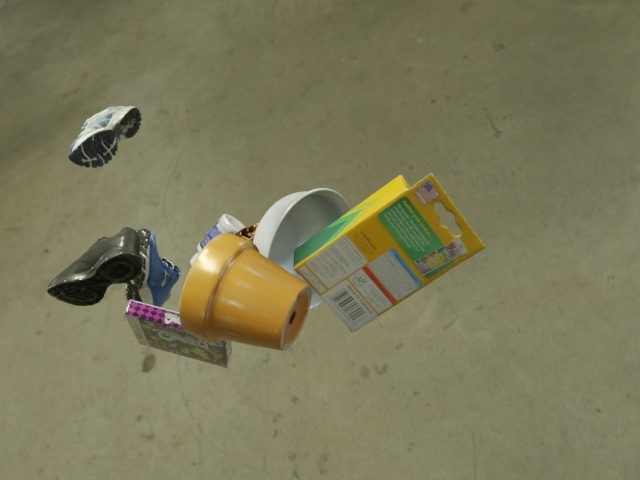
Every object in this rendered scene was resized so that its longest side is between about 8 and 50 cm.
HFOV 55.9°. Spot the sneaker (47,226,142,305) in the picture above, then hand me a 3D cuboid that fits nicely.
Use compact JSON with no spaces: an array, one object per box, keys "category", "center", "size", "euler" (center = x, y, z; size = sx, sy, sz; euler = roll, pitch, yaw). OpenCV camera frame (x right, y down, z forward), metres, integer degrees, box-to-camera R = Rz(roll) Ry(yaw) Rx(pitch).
[{"category":"sneaker","center":[-0.538,0.064,1.458],"size":[0.286,0.109,0.130],"euler":[-24,46,19]}]

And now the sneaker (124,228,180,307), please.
[{"category":"sneaker","center":[-0.491,0.080,1.746],"size":[0.129,0.330,0.147],"euler":[35,51,20]}]

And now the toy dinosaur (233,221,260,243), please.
[{"category":"toy dinosaur","center":[-0.230,0.060,1.673],"size":[0.322,0.218,0.164],"euler":[-31,57,-29]}]

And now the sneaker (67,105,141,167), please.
[{"category":"sneaker","center":[-0.664,-0.313,1.807],"size":[0.122,0.110,0.283],"euler":[15,42,19]}]

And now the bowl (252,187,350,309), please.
[{"category":"bowl","center":[-0.063,0.009,1.422],"size":[0.134,0.298,0.298],"euler":[20,63,37]}]

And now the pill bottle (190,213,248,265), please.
[{"category":"pill bottle","center":[-0.315,0.020,1.872],"size":[0.187,0.112,0.112],"euler":[-48,44,10]}]

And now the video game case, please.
[{"category":"video game case","center":[-0.320,0.220,1.391],"size":[0.232,0.210,0.042],"euler":[15,62,1]}]

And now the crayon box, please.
[{"category":"crayon box","center":[0.133,0.017,1.206],"size":[0.323,0.203,0.083],"euler":[-35,23,15]}]

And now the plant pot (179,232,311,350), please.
[{"category":"plant pot","center":[-0.127,0.112,1.125],"size":[0.188,0.205,0.205],"euler":[20,61,17]}]
